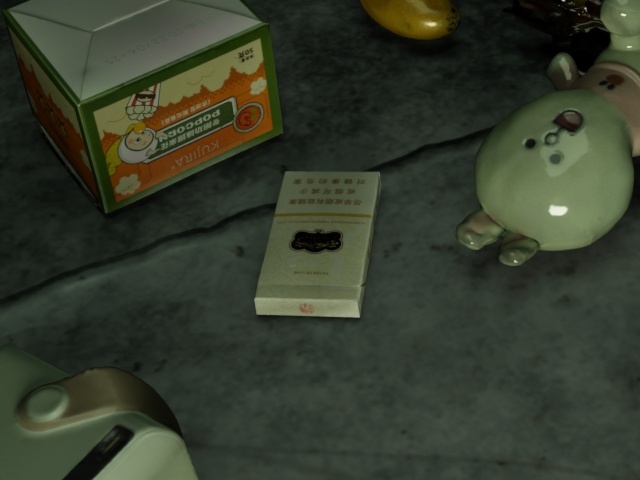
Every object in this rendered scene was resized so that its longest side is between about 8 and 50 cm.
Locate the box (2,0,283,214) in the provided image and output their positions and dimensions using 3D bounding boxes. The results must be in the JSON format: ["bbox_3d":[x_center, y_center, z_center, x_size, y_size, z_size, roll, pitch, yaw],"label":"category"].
[{"bbox_3d":[-0.166,-0.156,1.340,0.195,0.148,0.177,-27,50,-19],"label":"box"}]

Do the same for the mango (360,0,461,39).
[{"bbox_3d":[0.085,-0.271,1.482,0.098,0.075,0.190,-17,50,-1],"label":"mango"}]

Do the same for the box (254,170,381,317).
[{"bbox_3d":[0.000,0.000,1.238,0.090,0.024,0.167,1,44,10],"label":"box"}]

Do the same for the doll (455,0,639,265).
[{"bbox_3d":[0.227,-0.081,1.216,0.155,0.113,0.275,33,81,27],"label":"doll"}]

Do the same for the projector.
[{"bbox_3d":[-0.198,0.196,0.959,0.177,0.163,0.242,24,54,33],"label":"projector"}]

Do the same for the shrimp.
[{"bbox_3d":[0.291,-0.158,1.340,0.289,0.075,0.178,24,53,13],"label":"shrimp"}]
